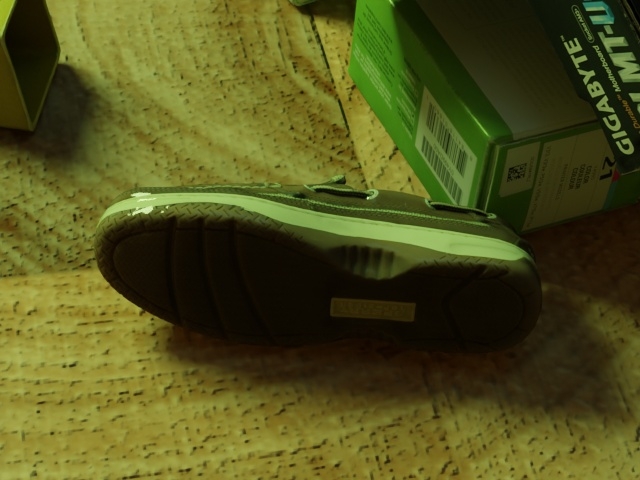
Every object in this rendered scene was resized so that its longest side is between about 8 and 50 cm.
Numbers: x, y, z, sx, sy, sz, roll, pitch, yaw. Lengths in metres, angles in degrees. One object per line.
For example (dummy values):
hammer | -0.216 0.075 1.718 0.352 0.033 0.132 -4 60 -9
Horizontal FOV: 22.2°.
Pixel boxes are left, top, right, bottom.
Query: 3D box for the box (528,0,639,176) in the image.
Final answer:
box | 0.213 -0.234 0.959 0.295 0.073 0.293 -37 104 -34

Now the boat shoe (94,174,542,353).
boat shoe | -0.001 0.007 0.960 0.257 0.095 0.095 11 34 -6

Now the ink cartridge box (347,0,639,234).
ink cartridge box | 0.174 -0.117 1.072 0.255 0.097 0.189 -14 49 -19

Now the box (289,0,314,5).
box | -0.011 -0.304 1.199 0.149 0.127 0.232 -22 54 -25

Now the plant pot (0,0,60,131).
plant pot | -0.224 -0.126 1.048 0.083 0.081 0.081 1 48 9
